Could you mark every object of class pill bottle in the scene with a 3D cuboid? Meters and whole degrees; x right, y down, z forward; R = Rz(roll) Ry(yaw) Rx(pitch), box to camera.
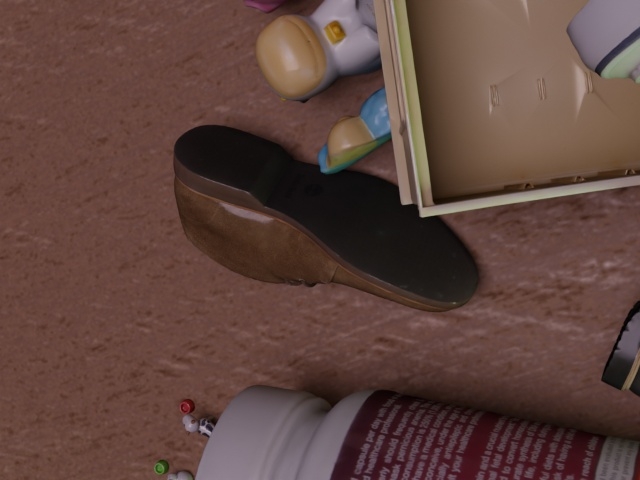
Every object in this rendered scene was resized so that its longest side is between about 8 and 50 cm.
[{"bbox_3d":[0.105,0.249,0.881,0.392,0.224,0.224,9,99,21],"label":"pill bottle"}]

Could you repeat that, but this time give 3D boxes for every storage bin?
[{"bbox_3d":[0.180,-0.165,0.811,0.262,0.123,0.260,-8,93,-2],"label":"storage bin"}]

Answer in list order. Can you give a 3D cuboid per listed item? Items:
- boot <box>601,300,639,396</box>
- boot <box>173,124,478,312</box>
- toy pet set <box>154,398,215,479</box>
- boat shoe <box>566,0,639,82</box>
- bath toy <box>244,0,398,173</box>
[{"bbox_3d":[0.333,0.058,0.858,0.137,0.077,0.197,25,117,13],"label":"boot"},{"bbox_3d":[0.000,0.000,0.984,0.305,0.112,0.115,25,134,14],"label":"boot"},{"bbox_3d":[-0.129,0.243,1.060,0.114,0.065,0.122,26,105,18],"label":"toy pet set"},{"bbox_3d":[0.231,-0.109,0.396,0.268,0.096,0.088,-23,85,15],"label":"boat shoe"},{"bbox_3d":[-0.024,-0.239,0.942,0.129,0.151,0.348,-33,81,57],"label":"bath toy"}]
